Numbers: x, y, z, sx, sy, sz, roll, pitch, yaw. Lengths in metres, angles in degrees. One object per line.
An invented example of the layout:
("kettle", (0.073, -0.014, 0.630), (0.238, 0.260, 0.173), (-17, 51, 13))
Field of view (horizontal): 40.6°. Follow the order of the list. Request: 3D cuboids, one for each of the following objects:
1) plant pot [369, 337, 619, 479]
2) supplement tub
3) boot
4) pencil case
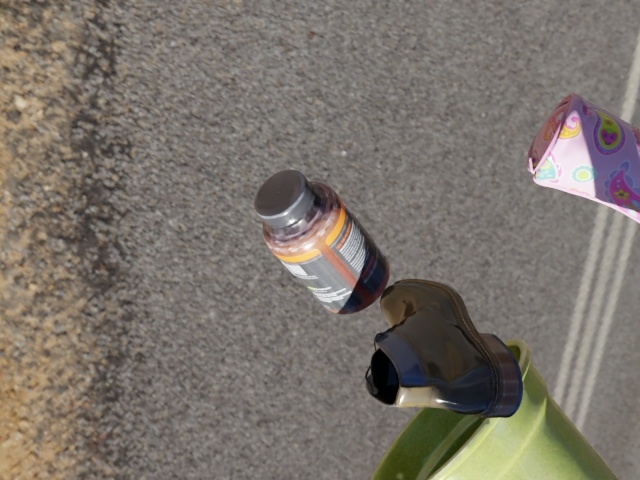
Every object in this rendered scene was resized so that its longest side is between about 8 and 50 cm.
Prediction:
("plant pot", (0.235, 0.303, 1.032), (0.276, 0.254, 0.276), (-46, -179, 1))
("supplement tub", (0.000, 0.000, 1.048), (0.106, 0.106, 0.198), (-50, 134, -10))
("boot", (0.077, 0.085, 0.765), (0.106, 0.219, 0.082), (2, 107, -23))
("pencil case", (0.398, -0.073, 1.062), (0.124, 0.284, 0.124), (-64, -178, 3))
